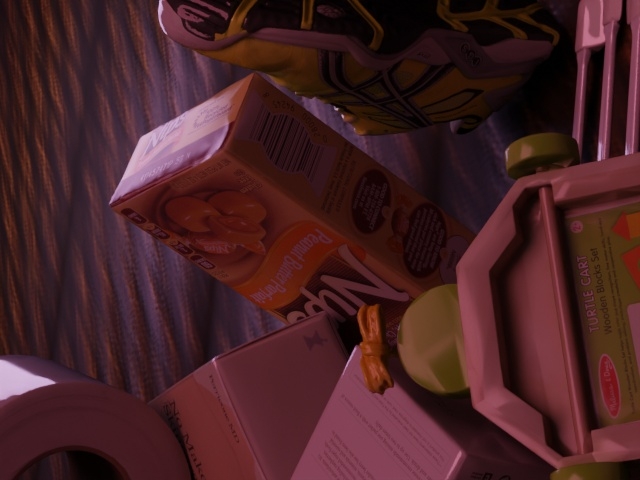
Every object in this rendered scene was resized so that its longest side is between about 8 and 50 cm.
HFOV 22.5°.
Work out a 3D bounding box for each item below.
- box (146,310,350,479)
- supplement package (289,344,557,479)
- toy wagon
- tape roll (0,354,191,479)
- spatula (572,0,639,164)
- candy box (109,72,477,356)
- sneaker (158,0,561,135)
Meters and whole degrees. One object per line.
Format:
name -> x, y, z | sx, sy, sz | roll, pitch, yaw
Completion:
box -> -0.069, 0.182, 1.488 | 0.148, 0.121, 0.311 | 65, 153, 8
supplement package -> 0.072, 0.264, 1.293 | 0.177, 0.175, 0.293 | 44, 112, 53
toy wagon -> 0.195, 0.050, 1.153 | 0.344, 0.068, 0.267 | -13, 69, 20
tape roll -> -0.259, 0.235, 1.473 | 0.169, 0.246, 0.246 | 9, 82, 60
spatula -> 0.240, -0.131, 1.330 | 0.168, 0.019, 0.242 | 153, 123, -74
candy box -> 0.000, 0.000, 1.391 | 0.183, 0.316, 0.087 | -22, 40, 51
sneaker -> 0.034, -0.154, 1.374 | 0.147, 0.384, 0.145 | -63, 40, 32
